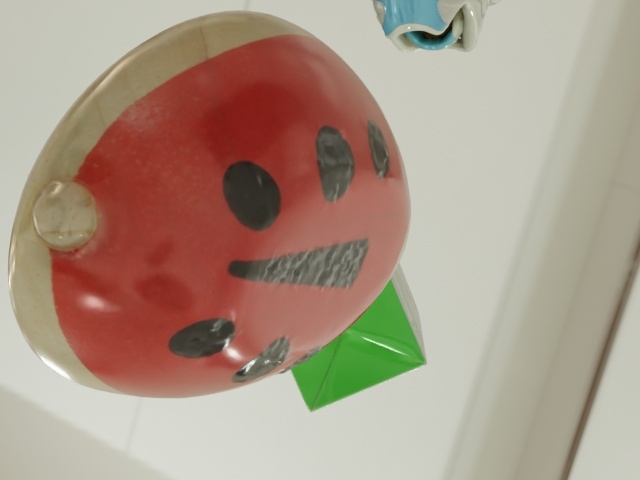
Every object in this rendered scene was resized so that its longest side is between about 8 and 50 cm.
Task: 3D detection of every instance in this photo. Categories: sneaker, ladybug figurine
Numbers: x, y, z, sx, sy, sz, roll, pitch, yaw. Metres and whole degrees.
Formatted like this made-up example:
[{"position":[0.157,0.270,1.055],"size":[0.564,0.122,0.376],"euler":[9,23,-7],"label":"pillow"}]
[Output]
[{"position":[0.076,-0.169,1.079],"size":[0.087,0.092,0.228],"euler":[0,-178,18],"label":"sneaker"},{"position":[-0.059,-0.011,1.212],"size":[0.162,0.305,0.449],"euler":[25,-165,22],"label":"ladybug figurine"}]

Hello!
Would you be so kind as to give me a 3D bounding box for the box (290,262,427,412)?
[{"position":[0.000,0.000,1.557],"size":[0.126,0.262,0.231],"euler":[-23,-173,4],"label":"box"}]
